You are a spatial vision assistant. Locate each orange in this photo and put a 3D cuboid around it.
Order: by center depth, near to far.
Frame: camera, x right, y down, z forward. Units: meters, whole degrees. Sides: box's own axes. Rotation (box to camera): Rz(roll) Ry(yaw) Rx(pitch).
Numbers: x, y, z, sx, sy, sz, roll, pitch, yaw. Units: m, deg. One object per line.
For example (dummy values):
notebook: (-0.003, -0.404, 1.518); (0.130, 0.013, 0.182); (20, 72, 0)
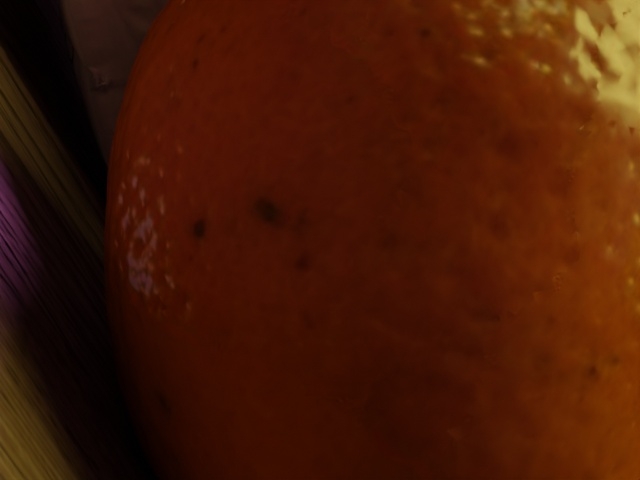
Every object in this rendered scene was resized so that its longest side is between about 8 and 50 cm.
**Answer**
orange: (0.073, -0.003, 0.957); (0.326, 0.424, 0.424); (15, -35, 45)

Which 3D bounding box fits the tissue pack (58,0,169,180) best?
tissue pack: (-0.072, -0.206, 1.230); (0.356, 0.194, 0.266); (-97, 179, -55)
